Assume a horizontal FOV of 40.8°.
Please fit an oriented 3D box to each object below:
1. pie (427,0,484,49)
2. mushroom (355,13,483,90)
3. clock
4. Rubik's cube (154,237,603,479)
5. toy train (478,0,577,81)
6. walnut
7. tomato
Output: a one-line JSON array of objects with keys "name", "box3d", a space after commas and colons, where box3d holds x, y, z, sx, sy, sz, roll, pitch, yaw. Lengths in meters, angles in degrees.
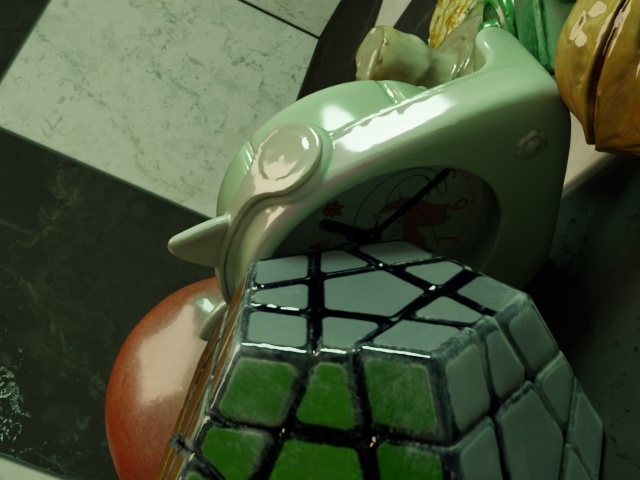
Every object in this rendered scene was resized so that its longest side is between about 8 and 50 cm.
[{"name": "pie", "box3d": [0.225, -0.340, 1.226, 0.205, 0.084, 0.179, -65, 12, -2]}, {"name": "mushroom", "box3d": [0.142, -0.158, 0.980, 0.206, 0.209, 0.206, 179, 90, -88]}, {"name": "clock", "box3d": [0.038, -0.018, 0.711, 0.265, 0.324, 0.108, 85, 164, -51]}, {"name": "Rubik's cube", "box3d": [0.035, 0.154, 0.603, 0.319, 0.319, 0.264, -58, 39, 37]}, {"name": "toy train", "box3d": [0.216, -0.255, 0.754, 0.202, 0.145, 0.266, -164, 66, -86]}, {"name": "walnut", "box3d": [0.242, -0.138, 0.590, 0.180, 0.144, 0.144, -56, 11, 3]}, {"name": "tomato", "box3d": [-0.071, 0.180, 0.927, 0.321, 0.321, 0.321, -62, 12, 23]}]
